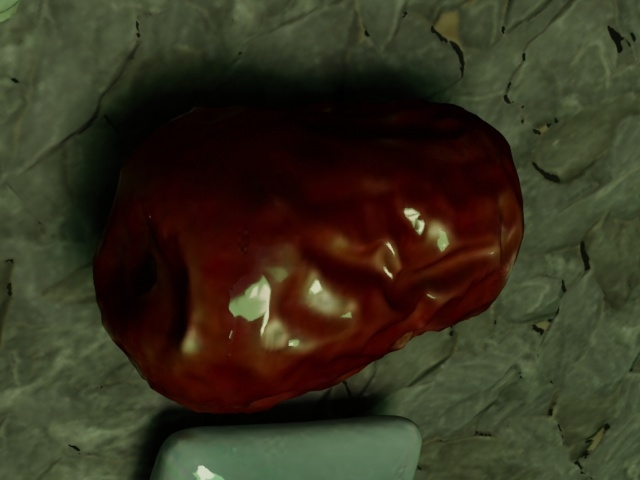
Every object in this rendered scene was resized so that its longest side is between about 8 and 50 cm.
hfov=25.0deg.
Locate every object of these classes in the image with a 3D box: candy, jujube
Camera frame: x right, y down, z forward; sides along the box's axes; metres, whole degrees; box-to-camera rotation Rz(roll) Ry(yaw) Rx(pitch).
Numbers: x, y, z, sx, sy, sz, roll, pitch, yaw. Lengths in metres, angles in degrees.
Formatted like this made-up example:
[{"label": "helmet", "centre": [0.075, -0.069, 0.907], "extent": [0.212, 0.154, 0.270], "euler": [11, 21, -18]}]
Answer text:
[{"label": "candy", "centre": [-0.029, 0.167, 0.899], "extent": [0.174, 0.071, 0.138], "euler": [0, 124, -28]}, {"label": "jujube", "centre": [0.000, 0.000, 0.737], "extent": [0.230, 0.155, 0.155], "euler": [-12, 129, -26]}]

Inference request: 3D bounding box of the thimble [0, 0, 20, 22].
[{"label": "thimble", "centre": [-0.167, -0.178, 0.465], "extent": [0.172, 0.205, 0.250], "euler": [-19, 115, -23]}]
